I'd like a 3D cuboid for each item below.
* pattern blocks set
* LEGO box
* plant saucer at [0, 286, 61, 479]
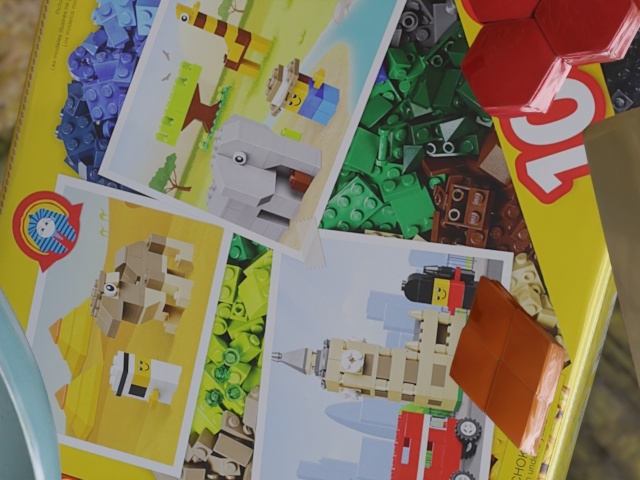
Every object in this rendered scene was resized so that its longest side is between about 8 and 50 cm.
[{"bbox_3d":[0.183,0.007,0.734,0.285,0.324,0.026,-11,160,25],"label":"pattern blocks set"},{"bbox_3d":[0.000,0.000,1.208,0.193,0.372,0.500,-24,128,-76],"label":"LEGO box"},{"bbox_3d":[-0.243,0.067,1.055,0.044,0.317,0.317,-31,173,-37],"label":"plant saucer"}]
